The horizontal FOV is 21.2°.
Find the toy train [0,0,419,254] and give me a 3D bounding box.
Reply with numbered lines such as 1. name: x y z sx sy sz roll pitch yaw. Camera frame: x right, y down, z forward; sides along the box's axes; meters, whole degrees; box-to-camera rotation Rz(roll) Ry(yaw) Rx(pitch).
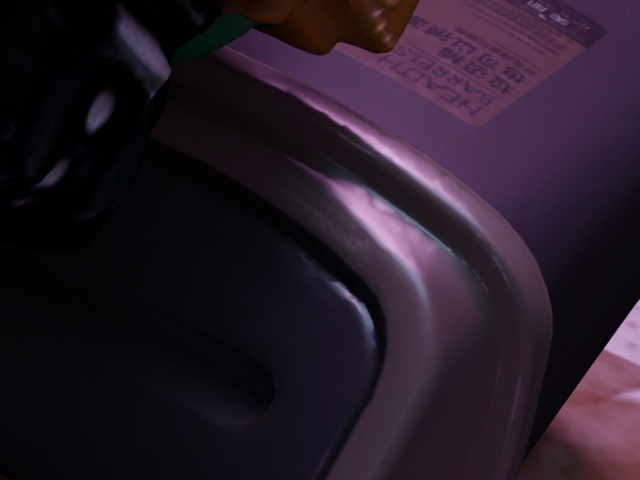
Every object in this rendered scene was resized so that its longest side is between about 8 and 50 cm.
1. toy train: -0.159 -0.117 0.442 0.429 0.249 0.178 22 -11 24

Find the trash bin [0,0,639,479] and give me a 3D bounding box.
1. trash bin: 0.000 0.000 0.571 0.209 0.182 0.290 26 35 20
